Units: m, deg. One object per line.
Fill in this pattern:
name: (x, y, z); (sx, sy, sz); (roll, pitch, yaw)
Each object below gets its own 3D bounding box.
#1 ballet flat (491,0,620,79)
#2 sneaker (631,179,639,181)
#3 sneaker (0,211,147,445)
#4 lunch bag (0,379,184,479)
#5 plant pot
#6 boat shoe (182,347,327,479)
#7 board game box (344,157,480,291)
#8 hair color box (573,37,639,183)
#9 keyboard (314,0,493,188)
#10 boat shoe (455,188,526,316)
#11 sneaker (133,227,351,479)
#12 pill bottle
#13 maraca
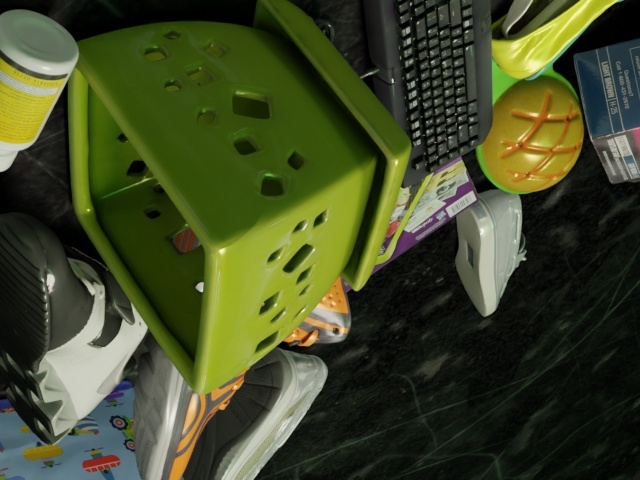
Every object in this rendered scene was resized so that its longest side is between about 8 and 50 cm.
ballet flat: (0.251, -0.248, 1.307); (0.231, 0.077, 0.077); (-42, 124, 17)
sneaker: (0.465, -0.178, 1.633); (0.286, 0.109, 0.130); (-38, 163, 21)
sneaker: (-0.225, 0.054, 1.233); (0.146, 0.122, 0.330); (-35, 160, -23)
lunch bag: (-0.281, 0.265, 1.373); (0.138, 0.221, 0.293); (-47, 150, 23)
plant pot: (-0.064, -0.049, 1.114); (0.207, 0.228, 0.227); (-27, 154, -24)
boat shoe: (-0.113, 0.255, 1.659); (0.103, 0.118, 0.320); (11, 122, -48)
board game box: (0.000, 0.000, 1.450); (0.347, 0.056, 0.208); (-35, 157, 0)
hair color box: (0.461, -0.165, 1.460); (0.347, 0.105, 0.174); (-13, 162, 17)
keyboard: (0.072, -0.159, 1.241); (0.201, 0.033, 0.317); (-26, 142, -11)
boat shoe: (0.215, 0.014, 1.666); (0.081, 0.079, 0.227); (-24, 148, -10)
sneaker: (-0.070, 0.107, 1.326); (0.180, 0.124, 0.321); (9, 113, -22)
pill bottle: (-0.229, -0.107, 1.010); (0.065, 0.065, 0.116); (-4, 139, -44)
maraca: (0.213, -0.129, 1.427); (0.127, 0.099, 0.185); (-31, 126, -12)
